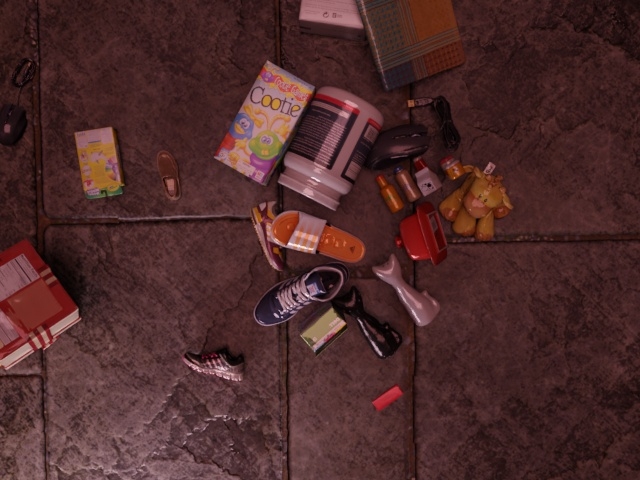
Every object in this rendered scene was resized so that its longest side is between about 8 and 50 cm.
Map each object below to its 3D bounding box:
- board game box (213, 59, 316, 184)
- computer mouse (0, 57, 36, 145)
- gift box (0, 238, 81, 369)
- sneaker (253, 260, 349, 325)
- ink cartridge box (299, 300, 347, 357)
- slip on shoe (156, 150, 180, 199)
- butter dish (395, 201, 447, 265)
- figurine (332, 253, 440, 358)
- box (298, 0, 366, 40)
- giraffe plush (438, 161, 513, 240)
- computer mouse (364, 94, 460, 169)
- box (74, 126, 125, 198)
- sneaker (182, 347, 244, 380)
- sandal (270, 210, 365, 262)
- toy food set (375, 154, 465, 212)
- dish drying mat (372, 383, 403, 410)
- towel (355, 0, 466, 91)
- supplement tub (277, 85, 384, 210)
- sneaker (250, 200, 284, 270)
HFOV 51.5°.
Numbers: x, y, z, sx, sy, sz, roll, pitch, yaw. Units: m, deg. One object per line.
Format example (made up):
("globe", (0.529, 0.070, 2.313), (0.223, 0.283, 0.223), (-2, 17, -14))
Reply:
("board game box", (-0.138, -0.295, 1.706), (0.144, 0.142, 0.275), (29, 92, 0))
("computer mouse", (-0.811, -0.371, 1.765), (0.071, 0.041, 0.242), (14, 92, 1))
("gift box", (-0.785, 0.168, 1.665), (0.276, 0.258, 0.255), (-31, 88, -22))
("sneaker", (-0.054, 0.139, 1.715), (0.282, 0.153, 0.099), (-29, 91, 2))
("ink cartridge box", (0.006, 0.218, 1.688), (0.109, 0.209, 0.062), (-41, 93, 2))
("slip on shoe", (-0.405, -0.174, 1.765), (0.051, 0.041, 0.135), (-10, 92, 1))
("butter dish", (0.250, -0.010, 1.724), (0.118, 0.160, 0.160), (-16, 92, 25))
("figurine", (0.170, 0.164, 1.721), (0.215, 0.092, 0.209), (-41, 105, 1))
("box", (0.044, -0.626, 1.703), (0.181, 0.119, 0.182), (8, 93, 0))
("giraffe plush", (0.414, -0.108, 1.690), (0.181, 0.170, 0.210), (17, 92, 1))
("computer mouse", (0.221, -0.292, 1.721), (0.262, 0.060, 0.184), (-12, 64, 18))
("box", (-0.584, -0.205, 1.767), (0.105, 0.043, 0.179), (-8, 90, 1))
("sneaker", (-0.280, 0.316, 1.772), (0.170, 0.063, 0.075), (17, 93, -5))
("sandal", (0.004, -0.010, 1.722), (0.265, 0.076, 0.102), (16, 86, -14))
("toy food set", (0.261, -0.172, 1.707), (0.232, 0.111, 0.104), (-30, 91, 41))
("dish drying mat", (0.182, 0.425, 1.794), (0.083, 0.008, 0.032), (-36, 90, 3))
("towel", (0.213, -0.589, 1.665), (0.271, 0.040, 0.370), (-24, 106, -20))
("supplement tub", (0.025, -0.233, 1.681), (0.191, 0.191, 0.272), (27, 92, 0))
("sneaker", (-0.119, -0.013, 1.753), (0.084, 0.069, 0.185), (-22, 93, 2))
